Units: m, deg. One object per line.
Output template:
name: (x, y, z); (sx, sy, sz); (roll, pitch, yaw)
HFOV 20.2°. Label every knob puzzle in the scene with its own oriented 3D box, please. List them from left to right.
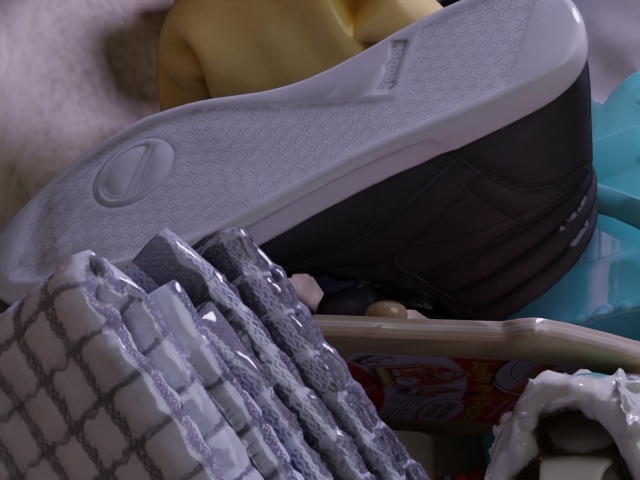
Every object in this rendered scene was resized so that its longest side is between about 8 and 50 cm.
knob puzzle: (0.077, 0.058, 0.843); (0.213, 0.213, 0.030); (16, 66, -37)

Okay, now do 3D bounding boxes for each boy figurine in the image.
boy figurine: (-0.013, -0.093, 0.937); (0.285, 0.177, 0.092); (65, 26, -14)

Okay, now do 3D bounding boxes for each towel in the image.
towel: (-0.049, 0.158, 0.628); (0.283, 0.235, 0.121); (55, 33, 6)

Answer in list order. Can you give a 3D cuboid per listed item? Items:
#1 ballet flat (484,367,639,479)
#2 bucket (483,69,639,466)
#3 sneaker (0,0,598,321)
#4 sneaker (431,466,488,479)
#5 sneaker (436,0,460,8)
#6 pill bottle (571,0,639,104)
ballet flat: (0.090, 0.238, 0.700); (0.147, 0.147, 0.409); (21, 64, -33)
bucket: (0.220, 0.057, 0.982); (0.281, 0.281, 0.183); (36, 42, -18)
sneaker: (0.000, 0.000, 0.843); (0.104, 0.296, 0.147); (-104, 169, -46)
sneaker: (0.054, 0.134, 0.853); (0.279, 0.118, 0.107); (29, 40, -26)
sneaker: (0.058, -0.144, 1.018); (0.079, 0.217, 0.121); (40, 6, 38)
pill bottle: (0.243, -0.070, 1.160); (0.278, 0.162, 0.162); (33, 35, -49)
